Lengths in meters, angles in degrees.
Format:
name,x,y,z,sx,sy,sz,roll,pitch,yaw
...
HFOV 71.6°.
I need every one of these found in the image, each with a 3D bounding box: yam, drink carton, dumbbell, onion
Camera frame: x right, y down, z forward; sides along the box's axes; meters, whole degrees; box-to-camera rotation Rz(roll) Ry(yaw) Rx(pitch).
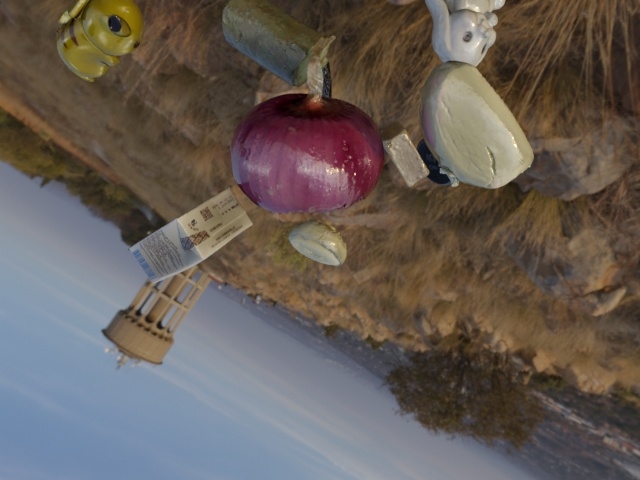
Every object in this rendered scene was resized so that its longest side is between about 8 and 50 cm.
name,x,y,z,sx,sy,sz,roll,pitch,yaw
yam,-0.119,-0.533,1.184,0.268,0.161,0.161,35,168,11
drink carton,-0.360,-0.006,1.218,0.324,0.194,0.132,-22,105,45
dumbbell,0.538,-0.367,1.684,0.203,0.322,0.204,43,154,27
onion,-0.040,-0.218,1.014,0.358,0.358,0.345,21,150,44

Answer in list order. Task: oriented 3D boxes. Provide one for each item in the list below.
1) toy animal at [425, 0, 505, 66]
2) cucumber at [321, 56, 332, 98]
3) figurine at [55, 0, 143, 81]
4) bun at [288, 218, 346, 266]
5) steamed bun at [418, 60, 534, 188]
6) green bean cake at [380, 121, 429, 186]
name,x,y,z,sx,sy,sz,roll,pitch,yaw
toy animal,0.417,-0.654,1.324,0.249,0.289,0.174,42,148,-14
cucumber,0.004,-0.484,1.470,0.074,0.074,0.242,27,150,24
figurine,-0.588,-0.578,1.196,0.326,0.218,0.169,-12,165,31
bun,0.000,0.000,1.936,0.287,0.146,0.287,24,160,9
steamed bun,0.257,-0.195,0.798,0.239,0.152,0.170,46,-162,-12
green bean cake,0.255,-0.266,1.367,0.179,0.085,0.109,51,-164,-30
